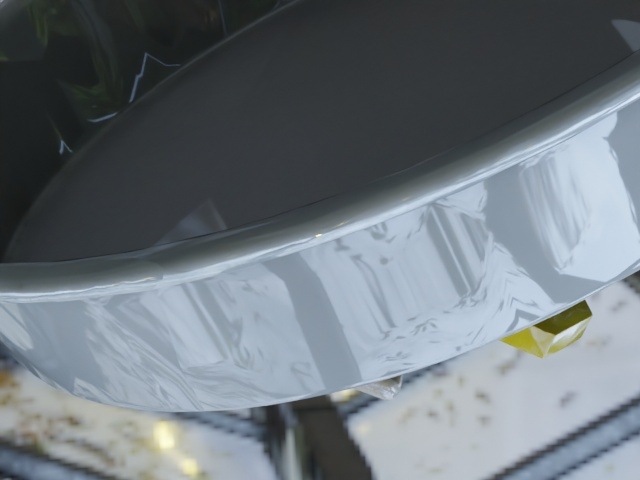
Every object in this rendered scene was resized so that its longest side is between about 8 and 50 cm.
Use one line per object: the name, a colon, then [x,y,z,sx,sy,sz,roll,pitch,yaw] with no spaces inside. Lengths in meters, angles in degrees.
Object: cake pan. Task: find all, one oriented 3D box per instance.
cake pan: [0.016,-0.055,0.487,0.293,0.054,0.293,-20,-153,11]

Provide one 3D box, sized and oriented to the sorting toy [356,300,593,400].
sorting toy: [0.000,0.000,0.959,0.307,0.041,0.229,21,-144,-3]
